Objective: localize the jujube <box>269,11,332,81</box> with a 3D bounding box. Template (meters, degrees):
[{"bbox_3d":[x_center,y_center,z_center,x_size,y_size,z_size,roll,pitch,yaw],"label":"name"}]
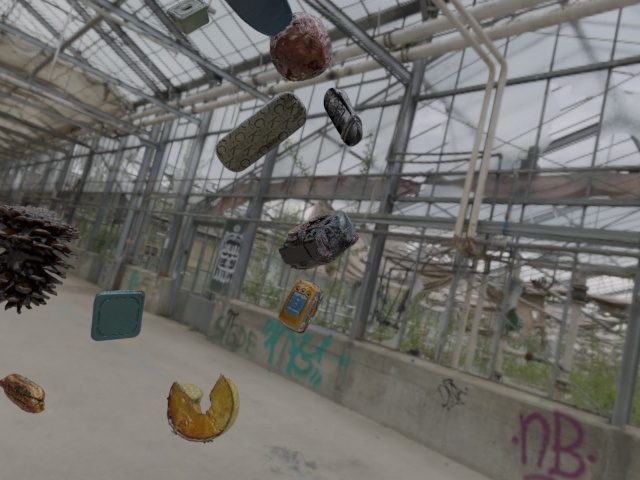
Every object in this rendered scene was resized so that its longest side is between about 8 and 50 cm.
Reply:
[{"bbox_3d":[-0.063,-0.587,1.389,0.197,0.197,0.290,15,17,-14],"label":"jujube"}]

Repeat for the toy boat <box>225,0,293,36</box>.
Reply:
[{"bbox_3d":[-0.123,-0.410,0.708,0.096,0.061,0.299,-32,-8,15],"label":"toy boat"}]

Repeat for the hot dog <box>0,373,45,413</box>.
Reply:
[{"bbox_3d":[-0.606,0.308,0.922,0.144,0.062,0.038,10,14,32],"label":"hot dog"}]

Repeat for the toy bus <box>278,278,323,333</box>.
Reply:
[{"bbox_3d":[-0.080,0.251,1.780,0.126,0.209,0.136,25,-9,14],"label":"toy bus"}]

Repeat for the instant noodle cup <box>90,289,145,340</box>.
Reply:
[{"bbox_3d":[-0.676,0.238,1.508,0.157,0.179,0.070,1,22,-37],"label":"instant noodle cup"}]

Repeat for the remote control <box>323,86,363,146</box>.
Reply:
[{"bbox_3d":[0.079,-0.377,1.389,0.066,0.265,0.090,1,-44,-25],"label":"remote control"}]

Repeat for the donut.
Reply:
[{"bbox_3d":[-0.269,0.396,1.065,0.181,0.146,0.078,-13,-23,15],"label":"donut"}]

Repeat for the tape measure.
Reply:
[{"bbox_3d":[0.000,0.000,1.322,0.202,0.135,0.223,-18,14,46],"label":"tape measure"}]

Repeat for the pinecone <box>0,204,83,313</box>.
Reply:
[{"bbox_3d":[-0.779,0.049,1.205,0.246,0.292,0.246,7,-9,1],"label":"pinecone"}]

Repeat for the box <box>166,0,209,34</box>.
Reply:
[{"bbox_3d":[-0.589,-1.010,2.051,0.124,0.172,0.093,42,-21,25],"label":"box"}]

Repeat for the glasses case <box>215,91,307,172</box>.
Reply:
[{"bbox_3d":[-0.206,-0.377,1.592,0.137,0.355,0.085,52,7,-20],"label":"glasses case"}]
